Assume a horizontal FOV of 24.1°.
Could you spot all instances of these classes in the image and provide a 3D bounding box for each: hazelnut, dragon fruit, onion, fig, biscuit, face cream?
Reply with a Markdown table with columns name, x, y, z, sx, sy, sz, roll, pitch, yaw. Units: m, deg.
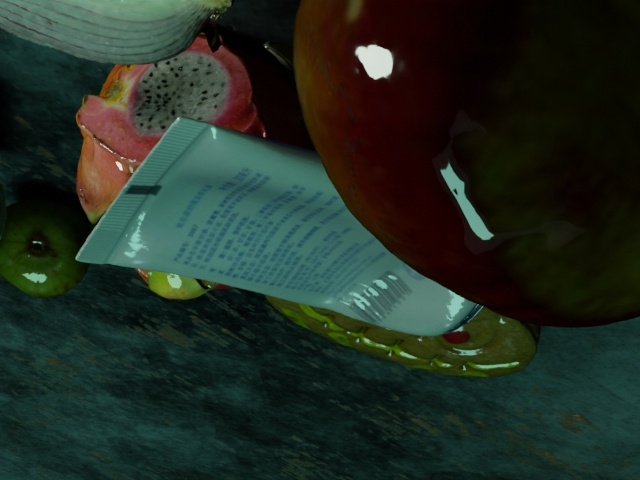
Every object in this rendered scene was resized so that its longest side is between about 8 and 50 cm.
| name | x | y | z | sx | sy | sz | roll | pitch | yaw |
| --- | --- | --- | --- | --- | --- | --- | --- | --- | --- |
| hazelnut | 0.187 | -0.112 | 1.267 | 0.429 | 0.402 | 0.402 | 15 | 157 | -25 |
| dragon fruit | -0.125 | -0.103 | 1.593 | 0.291 | 0.290 | 0.189 | 12 | 150 | 9 |
| onion | -0.244 | -0.298 | 1.346 | 0.349 | 0.159 | 0.267 | 7 | 146 | -15 |
| fig | -0.385 | 0.009 | 2.126 | 0.142 | 0.148 | 0.186 | -5 | -171 | 11 |
| biscuit | 0.111 | 0.091 | 2.054 | 0.394 | 0.070 | 0.350 | 16 | 154 | 0 |
| face cream | 0.000 | 0.000 | 1.464 | 0.420 | 0.137 | 0.235 | 13 | 142 | -28 |

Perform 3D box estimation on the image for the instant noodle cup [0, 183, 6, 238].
| name | x | y | z | sx | sy | sz | roll | pitch | yaw |
| --- | --- | --- | --- | --- | --- | --- | --- | --- | --- |
| instant noodle cup | -0.515 | -0.089 | 1.870 | 0.264 | 0.264 | 0.200 | 19 | 147 | -7 |
